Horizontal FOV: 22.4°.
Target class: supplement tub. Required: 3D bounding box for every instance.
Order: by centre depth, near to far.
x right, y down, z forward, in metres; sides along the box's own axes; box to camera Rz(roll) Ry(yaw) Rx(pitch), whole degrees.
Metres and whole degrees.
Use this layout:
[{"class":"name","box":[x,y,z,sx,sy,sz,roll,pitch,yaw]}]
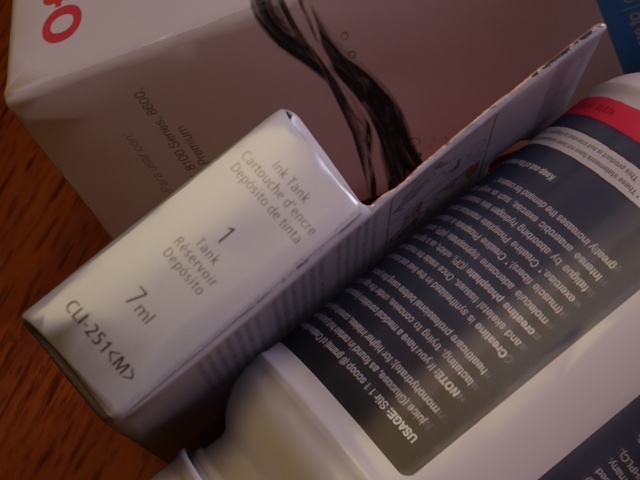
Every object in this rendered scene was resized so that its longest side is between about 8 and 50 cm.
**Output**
[{"class":"supplement tub","box":[0.085,0.080,0.655,0.272,0.191,0.191,-38,46,-6]}]

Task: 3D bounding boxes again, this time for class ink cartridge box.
[{"class":"ink cartridge box","box":[0.000,0.000,0.723,0.239,0.275,0.060,-40,81,-7]},{"class":"ink cartridge box","box":[0.033,-0.184,0.917,0.395,0.166,0.285,-18,47,14]}]
